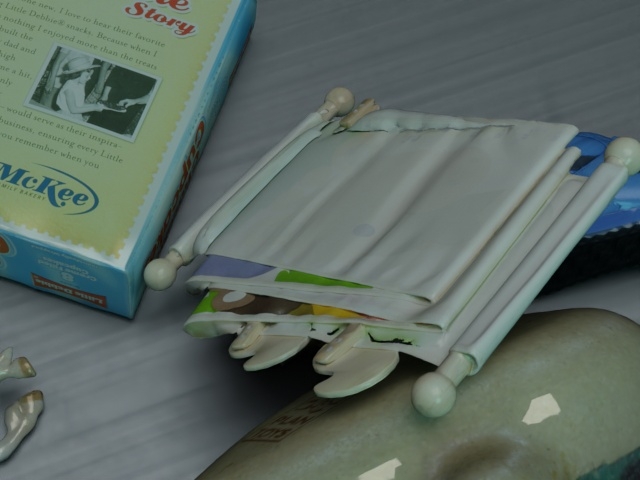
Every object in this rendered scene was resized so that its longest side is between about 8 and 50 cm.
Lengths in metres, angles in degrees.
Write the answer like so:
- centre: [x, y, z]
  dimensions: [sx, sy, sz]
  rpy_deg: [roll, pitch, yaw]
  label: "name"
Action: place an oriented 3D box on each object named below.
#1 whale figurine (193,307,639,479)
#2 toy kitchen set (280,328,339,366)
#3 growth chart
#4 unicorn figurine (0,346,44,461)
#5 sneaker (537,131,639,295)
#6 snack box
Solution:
- centre: [0.029, 0.127, 0.577]
  dimensions: [0.272, 0.216, 0.141]
  rpy_deg: [-23, 94, -27]
  label: "whale figurine"
- centre: [0.000, 0.000, 0.699]
  dimensions: [0.083, 0.075, 0.068]
  rpy_deg: [-30, 68, -24]
  label: "toy kitchen set"
- centre: [0.018, -0.005, 0.619]
  dimensions: [0.172, 0.021, 0.237]
  rpy_deg: [-43, 31, -21]
  label: "growth chart"
- centre: [-0.184, 0.078, 0.655]
  dimensions: [0.111, 0.060, 0.162]
  rpy_deg: [-35, 55, -21]
  label: "unicorn figurine"
- centre: [0.159, -0.029, 0.736]
  dimensions: [0.209, 0.069, 0.082]
  rpy_deg: [-10, 60, -11]
  label: "sneaker"
- centre: [-0.212, -0.098, 0.737]
  dimensions: [0.322, 0.060, 0.187]
  rpy_deg: [18, 62, 4]
  label: "snack box"
